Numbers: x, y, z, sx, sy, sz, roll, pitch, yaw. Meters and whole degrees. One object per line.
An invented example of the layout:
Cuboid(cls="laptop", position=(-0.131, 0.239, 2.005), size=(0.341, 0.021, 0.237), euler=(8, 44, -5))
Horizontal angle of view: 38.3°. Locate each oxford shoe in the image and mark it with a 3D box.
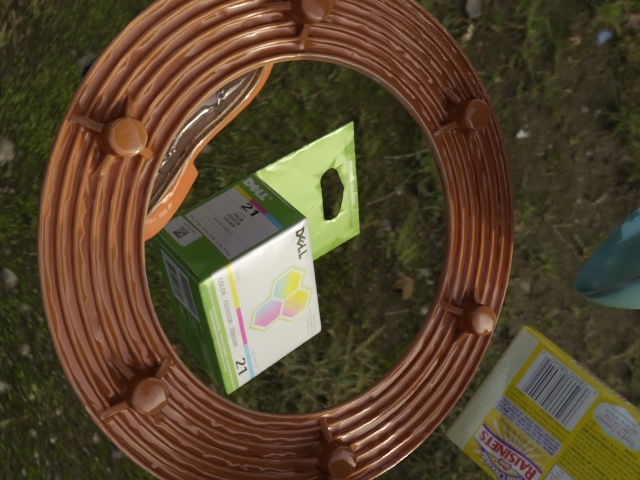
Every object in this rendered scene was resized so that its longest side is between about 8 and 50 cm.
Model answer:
Cuboid(cls="oxford shoe", position=(-0.112, -0.128, 0.690), size=(0.098, 0.097, 0.271), euler=(31, 85, -58))

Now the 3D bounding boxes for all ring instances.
Cuboid(cls="ring", position=(0.000, 0.000, 0.557), size=(0.337, 0.032, 0.336), euler=(-4, 97, -32))

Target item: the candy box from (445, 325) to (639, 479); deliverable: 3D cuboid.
Cuboid(cls="candy box", position=(0.192, 0.160, 0.633), size=(0.027, 0.206, 0.105), euler=(11, 115, -54))

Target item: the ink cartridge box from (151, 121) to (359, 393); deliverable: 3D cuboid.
Cuboid(cls="ink cartridge box", position=(-0.034, 0.014, 0.984), size=(0.255, 0.097, 0.188), euler=(-32, 141, -22))

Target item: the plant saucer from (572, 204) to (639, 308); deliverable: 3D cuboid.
Cuboid(cls="plant saucer", position=(0.305, -0.051, 0.607), size=(0.318, 0.317, 0.043), euler=(-38, 86, -17))
